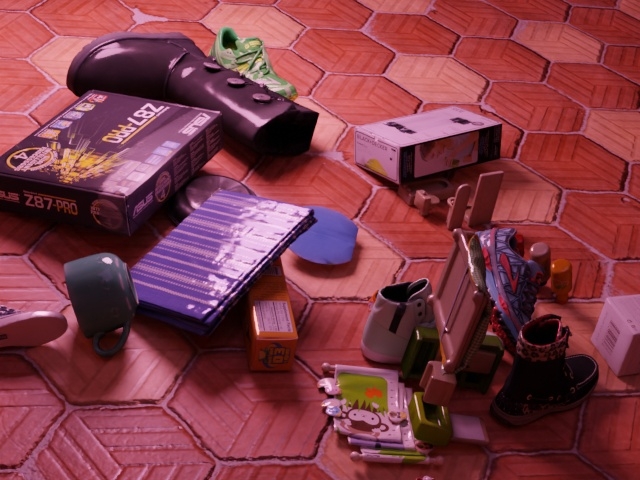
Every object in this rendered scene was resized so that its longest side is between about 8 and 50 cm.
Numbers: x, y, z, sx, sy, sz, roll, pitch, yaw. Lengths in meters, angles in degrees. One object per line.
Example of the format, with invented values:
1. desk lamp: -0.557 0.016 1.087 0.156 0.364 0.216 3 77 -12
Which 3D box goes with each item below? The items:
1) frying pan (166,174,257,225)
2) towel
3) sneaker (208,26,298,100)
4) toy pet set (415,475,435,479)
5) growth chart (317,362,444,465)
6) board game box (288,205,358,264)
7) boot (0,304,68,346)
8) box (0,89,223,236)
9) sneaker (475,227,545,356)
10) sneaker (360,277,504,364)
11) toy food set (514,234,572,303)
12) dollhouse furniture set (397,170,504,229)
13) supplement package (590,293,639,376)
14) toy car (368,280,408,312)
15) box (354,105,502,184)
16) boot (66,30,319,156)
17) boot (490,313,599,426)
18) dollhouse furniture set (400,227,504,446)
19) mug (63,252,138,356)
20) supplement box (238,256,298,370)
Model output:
1. frying pan: -0.247 -0.107 2.225 0.197 0.053 0.326 -20 48 -37
2. towel: -0.189 0.031 1.960 0.243 0.040 0.336 14 44 34
3. sneaker: -0.166 -0.407 2.592 0.109 0.124 0.295 -21 46 -37
4. toy pet set: 0.118 0.376 1.620 0.122 0.065 0.114 -4 37 -18
5. growth chart: 0.089 0.279 1.788 0.172 0.021 0.237 2 34 -13
6. board game box: 0.000 0.000 2.147 0.133 0.033 0.169 16 40 -1
7. boot: -0.513 0.127 1.805 0.190 0.069 0.086 -7 42 -20
8. box: -0.416 -0.162 2.180 0.318 0.097 0.395 13 34 18
9. sneaker: 0.349 0.084 1.981 0.125 0.104 0.262 -19 64 1
10. sneaker: 0.206 0.143 1.894 0.255 0.151 0.094 4 34 -10
11. toy food set: 0.360 0.064 2.119 0.232 0.104 0.111 -5 48 9
12. dollhouse furniture set: 0.267 -0.118 2.296 0.144 0.123 0.151 -11 40 -27
13. supplement package: 0.601 0.166 1.999 0.179 0.105 0.105 -3 37 -19
14. toy car: 0.125 0.114 2.030 0.040 0.060 0.122 -22 -2 33
15. box: 0.234 -0.213 2.421 0.290 0.087 0.169 -15 28 -32
16. boot: -0.276 -0.303 2.409 0.445 0.146 0.367 37 41 27
17. boot: 0.394 0.199 1.836 0.236 0.179 0.085 -18 44 -32
18. dollhouse furniture set: 0.249 0.155 1.735 0.151 0.302 0.198 11 31 -11
19. mug: -0.354 0.098 1.836 0.097 0.158 0.129 -17 21 -6
20. supplement box: -0.095 0.122 1.913 0.080 0.078 0.233 4 36 -12
